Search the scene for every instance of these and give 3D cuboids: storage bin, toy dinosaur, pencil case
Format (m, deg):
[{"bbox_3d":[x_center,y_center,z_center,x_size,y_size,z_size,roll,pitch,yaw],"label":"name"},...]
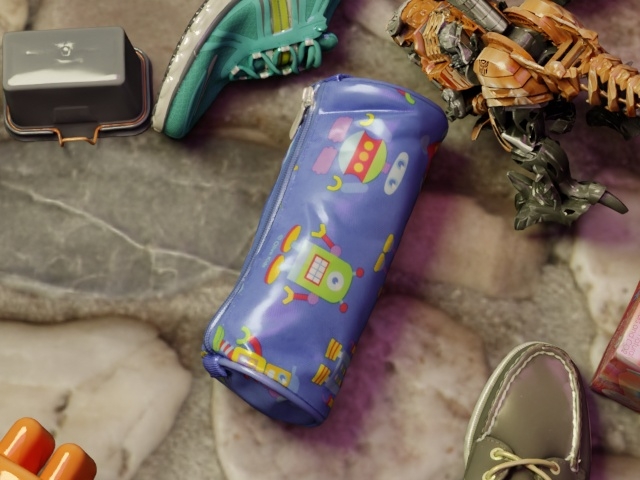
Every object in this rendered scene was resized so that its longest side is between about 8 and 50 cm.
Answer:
[{"bbox_3d":[-0.220,-0.138,1.455,0.135,0.091,0.098,-3,74,0],"label":"storage bin"},{"bbox_3d":[0.176,-0.125,1.374,0.164,0.218,0.322,-38,34,5],"label":"toy dinosaur"},{"bbox_3d":[0.000,0.000,1.395,0.133,0.119,0.306,27,74,-17],"label":"pencil case"}]

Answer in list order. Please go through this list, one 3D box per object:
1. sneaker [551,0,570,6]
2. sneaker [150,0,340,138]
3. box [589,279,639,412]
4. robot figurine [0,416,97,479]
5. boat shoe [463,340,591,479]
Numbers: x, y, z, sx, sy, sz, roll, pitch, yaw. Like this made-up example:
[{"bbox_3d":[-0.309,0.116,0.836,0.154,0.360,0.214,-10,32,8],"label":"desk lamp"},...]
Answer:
[{"bbox_3d":[0.219,-0.362,1.521,0.121,0.111,0.300,-15,79,-14],"label":"sneaker"},{"bbox_3d":[-0.043,-0.189,1.466,0.110,0.107,0.275,43,79,2],"label":"sneaker"},{"bbox_3d":[0.362,0.016,1.377,0.154,0.142,0.300,28,76,8],"label":"box"},{"bbox_3d":[-0.267,0.250,1.324,0.158,0.128,0.219,38,74,-25],"label":"robot figurine"},{"bbox_3d":[0.160,0.222,1.345,0.109,0.091,0.305,14,74,4],"label":"boat shoe"}]
